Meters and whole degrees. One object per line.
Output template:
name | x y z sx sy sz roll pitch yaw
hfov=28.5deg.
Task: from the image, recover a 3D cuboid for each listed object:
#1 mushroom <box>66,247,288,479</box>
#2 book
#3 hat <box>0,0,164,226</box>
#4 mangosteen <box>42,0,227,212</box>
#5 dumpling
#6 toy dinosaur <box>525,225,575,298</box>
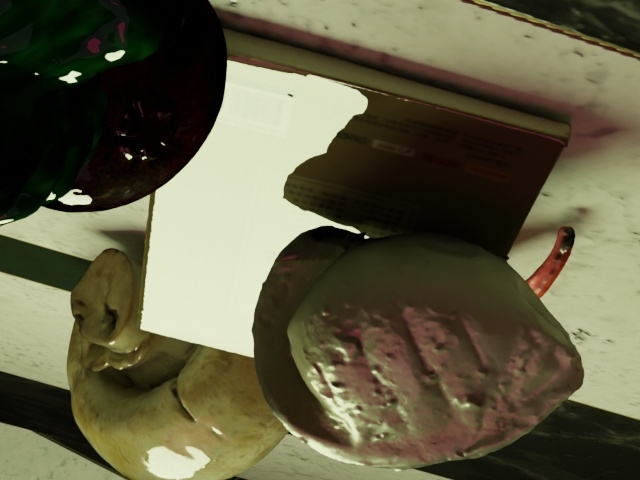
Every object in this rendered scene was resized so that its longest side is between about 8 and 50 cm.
mushroom | -0.129 0.116 1.089 0.254 0.189 0.195 -6 156 39
book | 0.000 0.000 0.772 0.217 0.021 0.310 15 146 -2
hat | -0.123 -0.124 0.390 0.332 0.242 0.274 -18 172 17
mangosteen | -0.114 -0.082 0.600 0.140 0.140 0.140 13 162 4
dumpling | 0.050 0.064 0.727 0.176 0.150 0.092 14 -159 -8
toy dinosaur | 0.106 0.040 0.909 0.139 0.070 0.286 14 159 -40
